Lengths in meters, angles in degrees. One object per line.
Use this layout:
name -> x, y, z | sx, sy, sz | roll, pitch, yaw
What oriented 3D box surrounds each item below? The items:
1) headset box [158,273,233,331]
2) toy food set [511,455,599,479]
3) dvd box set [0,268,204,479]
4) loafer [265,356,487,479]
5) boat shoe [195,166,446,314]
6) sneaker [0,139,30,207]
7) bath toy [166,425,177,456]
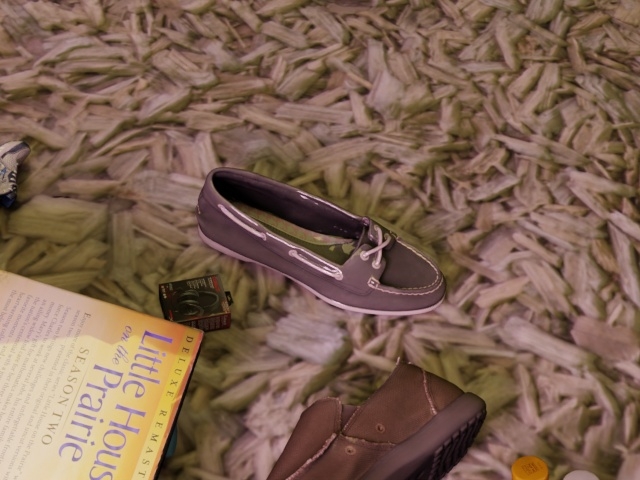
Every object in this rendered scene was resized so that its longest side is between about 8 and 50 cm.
headset box -> -0.146, 0.077, 1.115 | 0.083, 0.032, 0.062 | -10, 51, -15
toy food set -> 0.256, 0.332, 0.937 | 0.111, 0.104, 0.232 | -10, 32, 0
dvd box set -> -0.349, 0.160, 0.841 | 0.420, 0.062, 0.308 | 17, 57, -3
loafer -> 0.011, 0.239, 0.948 | 0.366, 0.134, 0.130 | -25, 52, -39
boat shoe -> 0.000, 0.000, 1.162 | 0.335, 0.095, 0.112 | 19, 49, 7
sneaker -> -0.409, -0.071, 1.198 | 0.058, 0.052, 0.135 | 30, 58, 4
bath toy -> -0.323, 0.167, 0.946 | 0.348, 0.129, 0.151 | -6, 17, -15
